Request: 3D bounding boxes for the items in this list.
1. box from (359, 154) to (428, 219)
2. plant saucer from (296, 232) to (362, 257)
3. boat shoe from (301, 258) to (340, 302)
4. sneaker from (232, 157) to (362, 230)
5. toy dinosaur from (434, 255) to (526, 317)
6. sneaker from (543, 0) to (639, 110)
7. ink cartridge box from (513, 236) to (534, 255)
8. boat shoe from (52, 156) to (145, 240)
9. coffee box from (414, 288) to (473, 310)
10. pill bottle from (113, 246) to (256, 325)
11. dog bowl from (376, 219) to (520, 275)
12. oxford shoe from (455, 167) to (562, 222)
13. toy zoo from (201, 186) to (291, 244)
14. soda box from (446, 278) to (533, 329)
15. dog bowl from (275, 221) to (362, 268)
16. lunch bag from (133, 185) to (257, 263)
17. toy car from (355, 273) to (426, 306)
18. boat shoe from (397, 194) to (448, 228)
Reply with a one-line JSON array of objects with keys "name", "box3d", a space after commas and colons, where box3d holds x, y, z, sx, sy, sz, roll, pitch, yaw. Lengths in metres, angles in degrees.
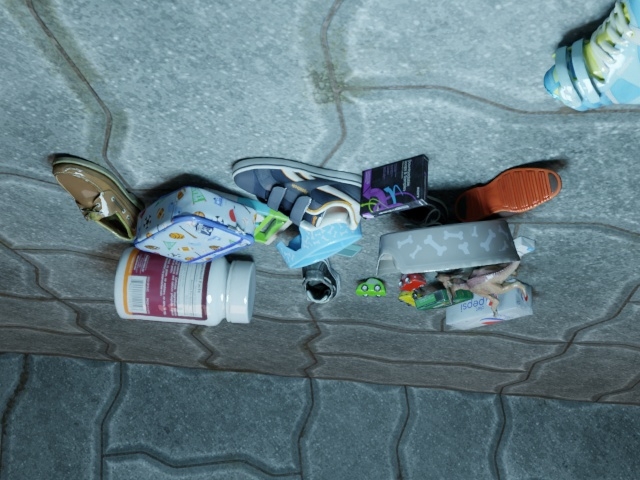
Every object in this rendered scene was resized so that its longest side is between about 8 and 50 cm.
[{"name": "box", "box3d": [0.162, -0.118, 1.531, 0.162, 0.116, 0.029, -13, 150, 33]}, {"name": "plant saucer", "box3d": [0.020, 0.016, 1.985, 0.192, 0.018, 0.067, 12, 156, -17]}, {"name": "boat shoe", "box3d": [-0.012, 0.137, 2.136, 0.121, 0.119, 0.335, 0, 156, 11]}, {"name": "sneaker", "box3d": [-0.051, -0.103, 1.600, 0.321, 0.128, 0.126, 8, 158, -4]}, {"name": "toy dinosaur", "box3d": [0.466, 0.118, 2.003, 0.200, 0.127, 0.296, 15, 152, -14]}, {"name": "sneaker", "box3d": [0.443, -0.298, 1.060, 0.208, 0.127, 0.319, -7, 153, 22]}, {"name": "ink cartridge box", "box3d": [0.536, 0.020, 1.879, 0.048, 0.028, 0.083, 15, 155, -22]}, {"name": "boat shoe", "box3d": [-0.547, -0.098, 1.726, 0.110, 0.105, 0.307, -7, 153, 26]}, {"name": "coffee box", "box3d": [0.390, 0.184, 2.184, 0.113, 0.041, 0.184, -26, 162, 39]}, {"name": "pill bottle", "box3d": [-0.401, 0.142, 2.095, 0.392, 0.224, 0.224, 5, 156, 1]}, {"name": "dog bowl", "box3d": [0.300, 0.019, 1.670, 0.348, 0.102, 0.349, -7, 178, 0]}, {"name": "oxford shoe", "box3d": [0.438, -0.103, 1.569, 0.098, 0.097, 0.271, 1, 170, -39]}, {"name": "toy zoo", "box3d": [-0.239, -0.066, 1.833, 0.293, 0.030, 0.192, 14, 155, -20]}, {"name": "soda box", "box3d": [0.539, 0.211, 2.228, 0.091, 0.098, 0.286, 21, 151, -33]}, {"name": "dog bowl", "box3d": [0.000, 0.000, 1.793, 0.165, 0.074, 0.297, -14, 169, -32]}, {"name": "lunch bag", "box3d": [-0.311, -0.028, 1.760, 0.243, 0.115, 0.303, 23, 152, -39]}, {"name": "toy car", "box3d": [0.224, 0.148, 2.201, 0.224, 0.053, 0.239, 1, 155, 10]}, {"name": "boat shoe", "box3d": [0.237, -0.073, 1.662, 0.095, 0.079, 0.254, -17, 151, 26]}]
